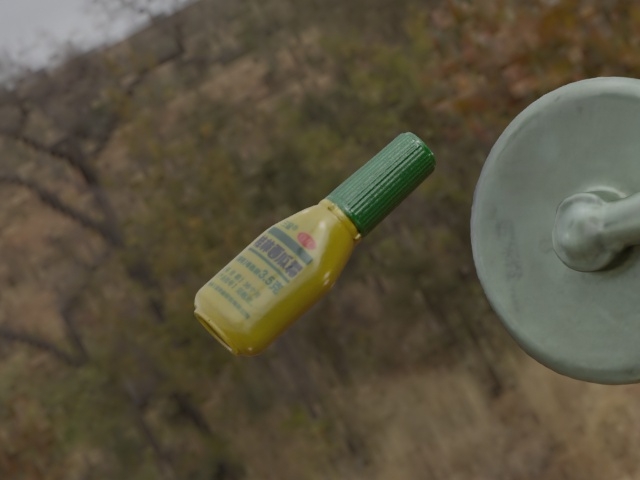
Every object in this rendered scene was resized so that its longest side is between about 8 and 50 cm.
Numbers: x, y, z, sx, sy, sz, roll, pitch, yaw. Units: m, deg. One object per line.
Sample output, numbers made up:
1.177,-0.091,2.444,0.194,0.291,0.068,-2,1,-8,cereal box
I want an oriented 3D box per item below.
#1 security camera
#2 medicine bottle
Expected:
0.195,-0.021,0.937,0.301,0.157,0.080,-17,-5,33,security camera
0.000,0.000,1.784,0.260,0.064,0.095,-41,46,-10,medicine bottle
